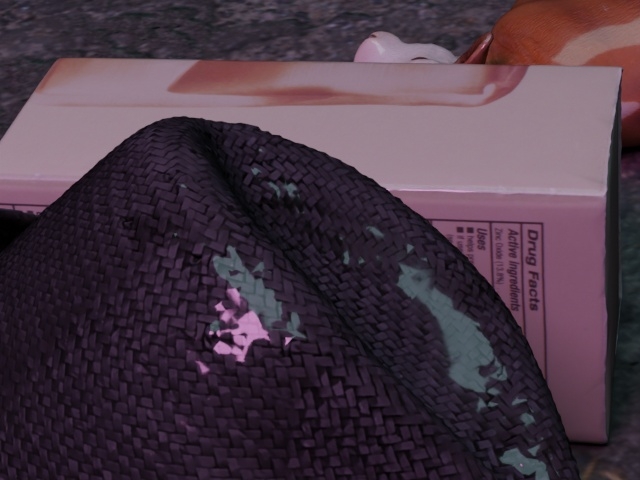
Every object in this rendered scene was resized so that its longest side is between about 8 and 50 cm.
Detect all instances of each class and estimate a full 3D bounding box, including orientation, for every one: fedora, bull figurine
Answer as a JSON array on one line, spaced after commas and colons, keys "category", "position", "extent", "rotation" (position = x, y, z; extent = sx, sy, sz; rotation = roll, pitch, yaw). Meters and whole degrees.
[{"category": "fedora", "position": [-0.017, 0.070, 0.636], "extent": [0.334, 0.152, 0.334], "rotation": [32, 24, -16]}, {"category": "bull figurine", "position": [0.176, -0.116, 1.075], "extent": [0.310, 0.101, 0.188], "rotation": [-4, 31, 4]}]

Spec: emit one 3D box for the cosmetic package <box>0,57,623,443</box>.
[{"category": "cosmetic package", "position": [0.000, 0.000, 0.880], "extent": [0.296, 0.153, 0.129], "rotation": [4, 35, 12]}]
